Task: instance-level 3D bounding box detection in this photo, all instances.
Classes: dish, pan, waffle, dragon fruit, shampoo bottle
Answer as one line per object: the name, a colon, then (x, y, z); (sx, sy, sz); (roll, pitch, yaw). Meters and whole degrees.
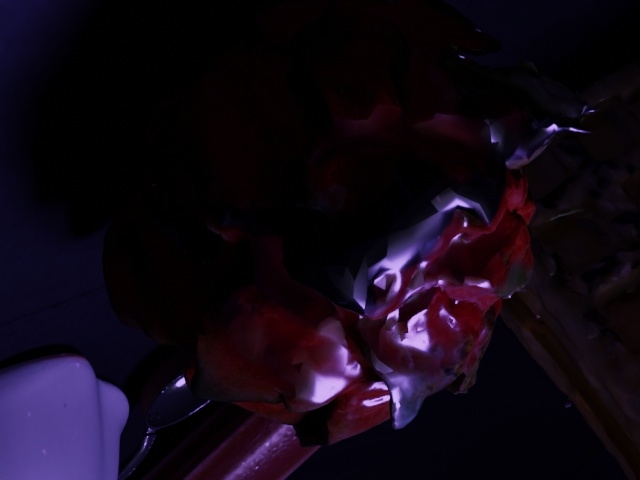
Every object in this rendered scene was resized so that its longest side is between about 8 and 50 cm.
dish: (-0.176, 0.161, 0.662); (0.229, 0.081, 0.229); (-34, 158, -16)
pan: (-0.092, 0.096, 0.752); (0.115, 0.023, 0.068); (-49, 158, 14)
waffle: (0.292, -0.020, 0.804); (0.376, 0.261, 0.114); (-29, 151, -11)
dragon fruit: (0.002, -0.006, 0.518); (0.182, 0.182, 0.189); (-23, 134, -39)
shampoo bottle: (-0.058, 0.145, 0.851); (0.260, 0.064, 0.102); (-44, 159, 8)
